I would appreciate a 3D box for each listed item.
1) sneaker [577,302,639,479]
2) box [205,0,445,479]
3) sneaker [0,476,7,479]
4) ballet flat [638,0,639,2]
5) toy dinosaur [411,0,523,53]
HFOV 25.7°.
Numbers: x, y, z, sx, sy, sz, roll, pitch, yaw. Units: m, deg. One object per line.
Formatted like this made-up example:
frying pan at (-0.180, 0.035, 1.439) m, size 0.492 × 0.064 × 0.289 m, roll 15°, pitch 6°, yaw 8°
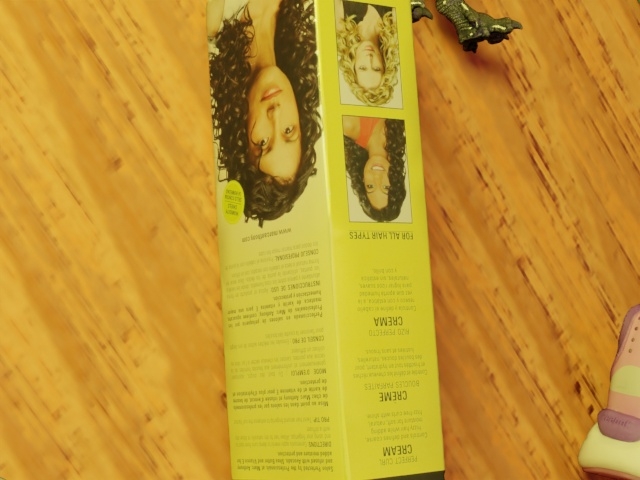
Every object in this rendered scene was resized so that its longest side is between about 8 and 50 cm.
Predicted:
sneaker at (0.242, 0.075, 0.758) m, size 0.236 × 0.095 × 0.104 m, roll 3°, pitch 89°, yaw -35°
box at (0.000, 0.000, 0.611) m, size 0.058 × 0.087 × 0.232 m, roll 0°, pitch 82°, yaw -38°
sneaker at (-0.163, 0.171, 0.394) m, size 0.099 × 0.121 × 0.262 m, roll 36°, pitch 64°, yaw -25°
ballet flat at (0.233, -0.236, 0.816) m, size 0.077 × 0.079 × 0.221 m, roll 26°, pitch 69°, yaw -31°
toy dinosaur at (0.049, -0.157, 0.688) m, size 0.268 × 0.064 × 0.118 m, roll -6°, pitch 80°, yaw -34°
